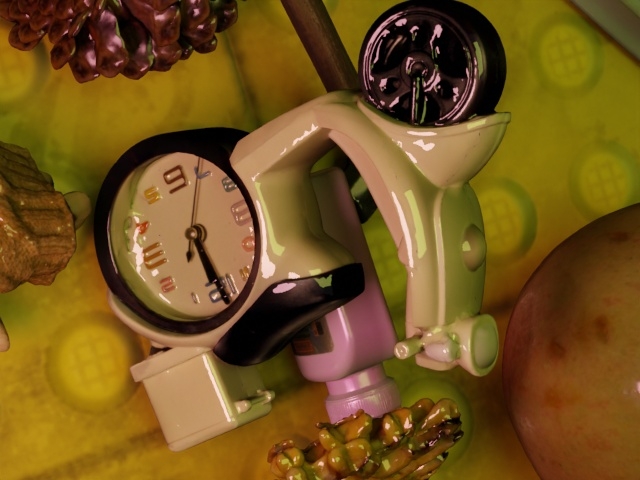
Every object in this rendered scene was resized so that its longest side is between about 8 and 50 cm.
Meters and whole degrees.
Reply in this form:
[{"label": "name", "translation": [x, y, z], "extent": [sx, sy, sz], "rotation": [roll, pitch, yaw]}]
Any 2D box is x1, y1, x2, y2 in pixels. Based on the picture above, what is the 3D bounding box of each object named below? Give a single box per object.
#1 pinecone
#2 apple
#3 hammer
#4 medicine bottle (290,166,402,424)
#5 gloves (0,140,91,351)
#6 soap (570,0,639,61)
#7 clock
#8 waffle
[{"label": "pinecone", "translation": [-0.146, -0.219, 1.311], "extent": [0.212, 0.168, 0.185], "rotation": [-14, 49, -30]}, {"label": "apple", "translation": [0.336, 0.116, 1.431], "extent": [0.338, 0.305, 0.338], "rotation": [3, 82, -25]}, {"label": "hammer", "translation": [-0.008, -0.176, 1.355], "extent": [0.111, 0.043, 0.365], "rotation": [-50, 133, -25]}, {"label": "medicine bottle", "translation": [0.009, 0.051, 1.388], "extent": [0.078, 0.115, 0.219], "rotation": [-19, 93, -27]}, {"label": "gloves", "translation": [-0.338, 0.000, 1.211], "extent": [0.356, 0.155, 0.203], "rotation": [-10, 93, -29]}, {"label": "soap", "translation": [0.369, -0.237, 1.600], "extent": [0.265, 0.087, 0.160], "rotation": [38, 70, -17]}, {"label": "clock", "translation": [0.000, 0.000, 1.267], "extent": [0.120, 0.379, 0.276], "rotation": [-16, 85, -59]}, {"label": "waffle", "translation": [0.002, 0.207, 1.319], "extent": [0.229, 0.231, 0.051], "rotation": [-22, 65, -25]}]
